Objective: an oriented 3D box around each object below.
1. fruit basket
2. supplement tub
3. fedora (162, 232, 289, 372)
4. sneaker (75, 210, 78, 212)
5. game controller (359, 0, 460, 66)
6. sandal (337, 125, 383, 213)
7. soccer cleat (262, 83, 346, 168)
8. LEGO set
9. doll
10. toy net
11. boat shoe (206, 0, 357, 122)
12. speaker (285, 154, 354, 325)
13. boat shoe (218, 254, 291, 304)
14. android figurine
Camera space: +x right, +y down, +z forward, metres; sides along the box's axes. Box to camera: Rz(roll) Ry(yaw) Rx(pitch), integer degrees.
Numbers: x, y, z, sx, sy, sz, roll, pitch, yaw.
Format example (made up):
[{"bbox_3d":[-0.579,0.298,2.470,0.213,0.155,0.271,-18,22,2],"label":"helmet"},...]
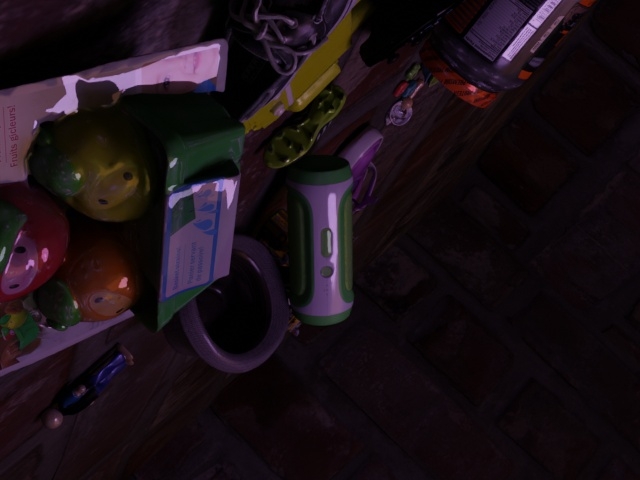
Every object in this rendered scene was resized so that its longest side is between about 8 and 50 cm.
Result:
[{"bbox_3d":[-0.234,-0.003,0.872,0.353,0.165,0.327,-28,143,-39],"label":"fruit basket"},{"bbox_3d":[0.336,-0.409,1.663,0.338,0.207,0.207,-50,170,27],"label":"supplement tub"},{"bbox_3d":[-0.187,0.118,1.698,0.124,0.243,0.275,-17,-169,33],"label":"fedora"},{"bbox_3d":[-0.214,-0.030,1.082,0.091,0.126,0.240,-41,170,-29],"label":"sneaker"},{"bbox_3d":[0.149,-0.324,1.405,0.166,0.067,0.319,-25,-170,19],"label":"game controller"},{"bbox_3d":[0.072,-0.110,2.094,0.169,0.102,0.416,-44,171,-14],"label":"sandal"},{"bbox_3d":[-0.023,-0.175,1.533,0.179,0.060,0.072,-47,173,-13],"label":"soccer cleat"},{"bbox_3d":[-0.065,0.085,2.035,0.331,0.192,0.255,-49,170,15],"label":"LEGO set"},{"bbox_3d":[-0.417,0.268,1.713,0.189,0.046,0.129,-43,169,-23],"label":"doll"},{"bbox_3d":[0.187,-0.296,1.990,0.122,0.045,0.232,-40,169,-36],"label":"toy net"},{"bbox_3d":[-0.049,-0.230,1.008,0.306,0.113,0.105,-43,-169,47],"label":"boat shoe"},{"bbox_3d":[0.000,0.000,1.750,0.131,0.131,0.296,-33,128,-54],"label":"speaker"},{"bbox_3d":[-0.099,0.072,1.852,0.095,0.255,0.079,-118,-135,-63],"label":"boat shoe"},{"bbox_3d":[-0.030,-0.238,1.245,0.273,0.056,0.248,-47,171,-8],"label":"android figurine"}]
